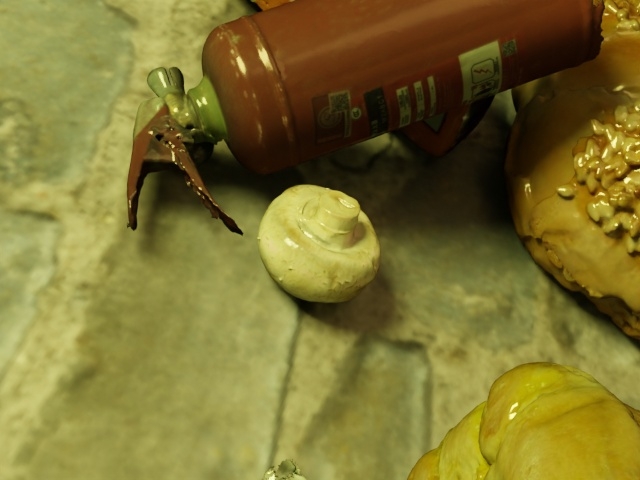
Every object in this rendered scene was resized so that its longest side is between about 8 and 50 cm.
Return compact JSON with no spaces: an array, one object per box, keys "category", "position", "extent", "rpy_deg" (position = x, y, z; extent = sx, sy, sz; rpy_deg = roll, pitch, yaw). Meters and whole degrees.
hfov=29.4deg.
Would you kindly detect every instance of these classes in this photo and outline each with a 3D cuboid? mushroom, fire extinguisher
[{"category":"mushroom","position":[0.000,0.000,0.784],"extent":[0.084,0.067,0.083],"rpy_deg":[13,41,-12]},{"category":"fire extinguisher","position":[0.022,-0.099,0.791],"extent":[0.337,0.106,0.147],"rpy_deg":[-21,53,-8]}]

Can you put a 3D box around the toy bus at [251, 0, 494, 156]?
[{"category":"toy bus","position":[-0.030,-0.228,0.937],"extent":[0.409,0.092,0.093],"rpy_deg":[42,42,5]}]

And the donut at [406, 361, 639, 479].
[{"category":"donut","position":[0.119,0.190,0.601],"extent":[0.128,0.208,0.261],"rpy_deg":[23,50,-14]}]

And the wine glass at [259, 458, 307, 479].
[{"category":"wine glass","position":[-0.003,0.160,0.669],"extent":[0.042,0.039,0.083],"rpy_deg":[-33,72,-35]}]

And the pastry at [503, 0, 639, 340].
[{"category":"pastry","position":[0.273,-0.070,0.944],"extent":[0.255,0.162,0.310],"rpy_deg":[19,45,-14]}]
